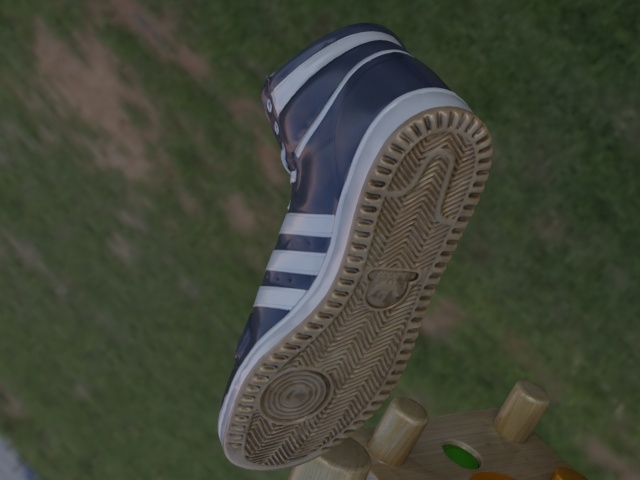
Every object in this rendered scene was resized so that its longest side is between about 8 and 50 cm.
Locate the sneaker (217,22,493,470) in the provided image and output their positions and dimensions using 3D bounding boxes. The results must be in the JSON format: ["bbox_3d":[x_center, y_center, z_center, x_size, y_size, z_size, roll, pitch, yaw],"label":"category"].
[{"bbox_3d":[0.000,0.000,1.003,0.282,0.099,0.153,-62,36,27],"label":"sneaker"}]

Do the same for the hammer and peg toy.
[{"bbox_3d":[0.134,0.250,1.368,0.266,0.361,0.127,43,119,32],"label":"hammer and peg toy"}]
